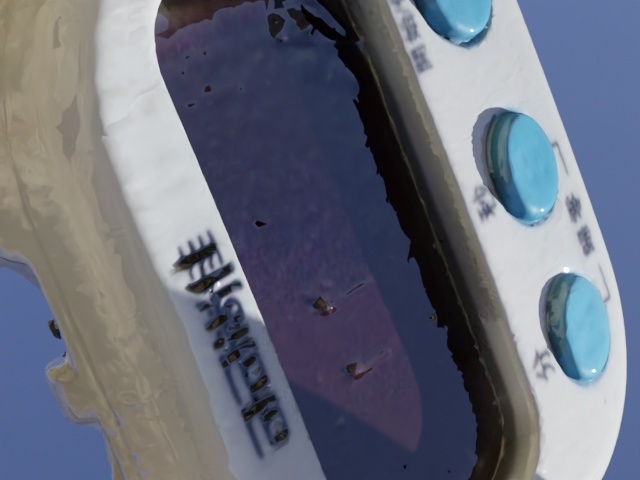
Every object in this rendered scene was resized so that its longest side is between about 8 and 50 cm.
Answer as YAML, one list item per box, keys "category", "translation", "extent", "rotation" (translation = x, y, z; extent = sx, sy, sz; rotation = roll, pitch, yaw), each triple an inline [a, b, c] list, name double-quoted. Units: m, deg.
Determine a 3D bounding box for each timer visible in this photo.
- category: "timer"
  translation: [0.001, 0.000, 0.533]
  extent: [0.087, 0.262, 0.237]
  rotation: [-13, -167, 43]
